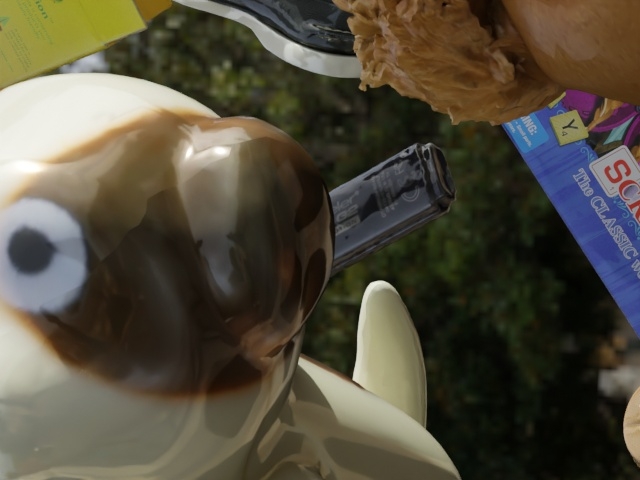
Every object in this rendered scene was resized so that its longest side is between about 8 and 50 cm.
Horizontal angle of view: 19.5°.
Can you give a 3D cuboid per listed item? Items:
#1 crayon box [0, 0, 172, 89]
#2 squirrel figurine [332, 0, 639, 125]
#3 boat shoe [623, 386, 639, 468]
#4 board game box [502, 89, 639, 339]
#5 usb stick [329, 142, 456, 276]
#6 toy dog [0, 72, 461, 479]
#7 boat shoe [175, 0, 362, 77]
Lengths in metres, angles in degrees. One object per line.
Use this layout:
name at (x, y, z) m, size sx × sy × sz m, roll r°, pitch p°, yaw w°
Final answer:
crayon box at (-0.247, -0.227, 1.453) m, size 0.081 × 0.318 × 0.202 m, roll -39°, pitch -72°, yaw -37°
squirrel figurine at (0.102, -0.248, 0.922) m, size 0.370 × 0.397 × 0.281 m, roll 49°, pitch -138°, yaw -34°
boat shoe at (0.380, 0.115, 1.230) m, size 0.123 × 0.342 × 0.123 m, roll -90°, pitch -25°, yaw -50°
board game box at (0.339, -0.112, 1.626) m, size 0.318 × 0.318 × 0.066 m, roll 56°, pitch -156°, yaw -7°
usb stick at (0.000, 0.000, 1.692) m, size 0.045 × 0.278 × 0.077 m, roll 26°, pitch -138°, yaw -48°
toy dog at (-0.061, 0.110, 0.872) m, size 0.395 × 0.284 × 0.408 m, roll -49°, pitch -43°, yaw -26°
boat shoe at (-0.053, -0.239, 1.691) m, size 0.114 × 0.302 × 0.091 m, roll -11°, pitch -58°, yaw -48°
